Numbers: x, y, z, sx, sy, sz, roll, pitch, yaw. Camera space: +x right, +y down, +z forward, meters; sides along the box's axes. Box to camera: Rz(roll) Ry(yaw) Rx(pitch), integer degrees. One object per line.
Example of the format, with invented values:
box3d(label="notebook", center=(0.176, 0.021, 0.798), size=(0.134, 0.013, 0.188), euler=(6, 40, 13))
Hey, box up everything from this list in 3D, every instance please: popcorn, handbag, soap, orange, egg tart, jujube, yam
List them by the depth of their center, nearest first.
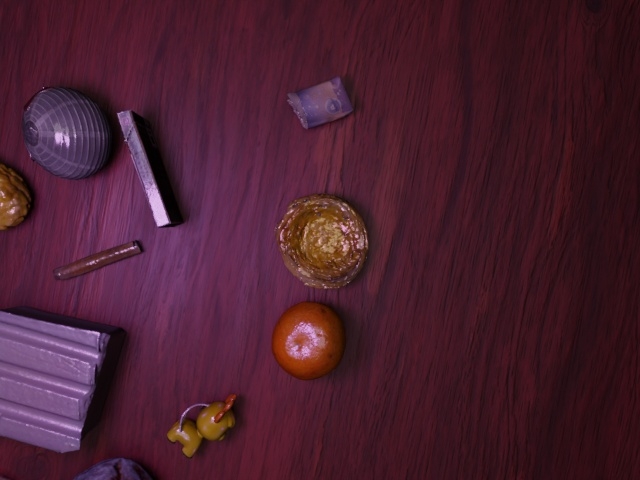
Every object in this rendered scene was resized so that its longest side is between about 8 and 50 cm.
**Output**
box3d(label="popcorn", center=(-0.934, -0.124, 1.644), size=(0.200, 0.203, 0.226), euler=(-12, 109, 9))
box3d(label="soap", center=(-0.813, 0.358, 1.650), size=(0.435, 0.213, 0.350), euler=(14, 93, -2))
box3d(label="jujube", center=(-0.610, 0.757, 1.665), size=(0.308, 0.215, 0.246), euler=(-24, 68, 2))
box3d(label="orange", center=(-0.032, 0.286, 1.694), size=(0.224, 0.170, 0.224), euler=(-2, 84, 19))
box3d(label="egg tart", center=(0.000, 0.000, 1.723), size=(0.291, 0.107, 0.290), euler=(0, 90, -7))
box3d(label="handbag", center=(-0.004, -0.397, 1.724), size=(0.173, 0.095, 0.117), euler=(-20, 86, -9))
box3d(label="yam", center=(-0.655, 0.060, 1.732), size=(0.264, 0.046, 0.046), euler=(-20, 92, -1))

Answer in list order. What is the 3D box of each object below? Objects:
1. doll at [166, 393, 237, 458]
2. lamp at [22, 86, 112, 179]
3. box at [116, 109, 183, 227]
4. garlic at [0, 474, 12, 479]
box3d(label="doll", center=(-0.327, 0.525, 1.715), size=(0.221, 0.143, 0.135), euler=(-42, 90, 10))
box3d(label="lamp", center=(-0.704, -0.299, 1.631), size=(0.233, 0.233, 0.265), euler=(-5, 94, -2))
box3d(label="box", center=(-0.474, -0.195, 1.664), size=(0.047, 0.180, 0.324), euler=(-20, 92, 0))
box3d(label="garlic", center=(-0.938, 0.812, 1.697), size=(0.196, 0.151, 0.338), euler=(2, 90, 11))
